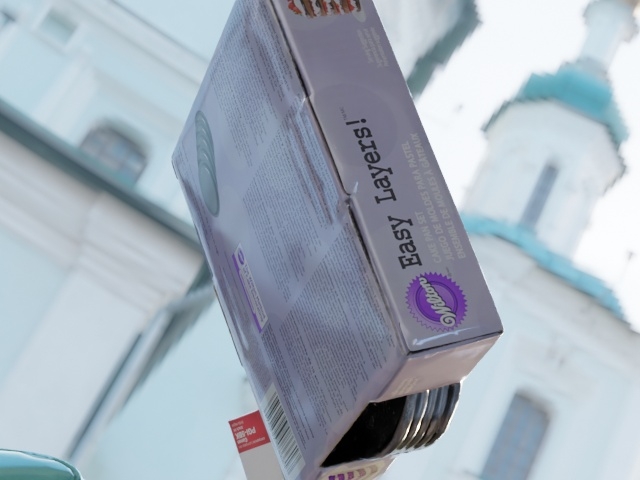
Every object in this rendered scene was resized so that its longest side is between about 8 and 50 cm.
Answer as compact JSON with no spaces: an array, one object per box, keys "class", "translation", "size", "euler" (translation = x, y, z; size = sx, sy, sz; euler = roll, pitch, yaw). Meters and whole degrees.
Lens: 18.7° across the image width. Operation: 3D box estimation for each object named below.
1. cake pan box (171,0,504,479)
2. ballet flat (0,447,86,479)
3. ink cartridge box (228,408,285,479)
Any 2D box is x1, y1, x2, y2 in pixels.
[{"class":"cake pan box","translation":[0.000,0.000,1.142],"size":[0.070,0.267,0.246],"euler":[-13,-23,-20]},{"class":"ballet flat","translation":[-0.286,0.178,1.112],"size":[0.316,0.107,0.106],"euler":[1,-69,-4]},{"class":"ink cartridge box","translation":[-0.012,0.207,1.717],"size":[0.056,0.099,0.135],"euler":[-25,-100,46]}]
